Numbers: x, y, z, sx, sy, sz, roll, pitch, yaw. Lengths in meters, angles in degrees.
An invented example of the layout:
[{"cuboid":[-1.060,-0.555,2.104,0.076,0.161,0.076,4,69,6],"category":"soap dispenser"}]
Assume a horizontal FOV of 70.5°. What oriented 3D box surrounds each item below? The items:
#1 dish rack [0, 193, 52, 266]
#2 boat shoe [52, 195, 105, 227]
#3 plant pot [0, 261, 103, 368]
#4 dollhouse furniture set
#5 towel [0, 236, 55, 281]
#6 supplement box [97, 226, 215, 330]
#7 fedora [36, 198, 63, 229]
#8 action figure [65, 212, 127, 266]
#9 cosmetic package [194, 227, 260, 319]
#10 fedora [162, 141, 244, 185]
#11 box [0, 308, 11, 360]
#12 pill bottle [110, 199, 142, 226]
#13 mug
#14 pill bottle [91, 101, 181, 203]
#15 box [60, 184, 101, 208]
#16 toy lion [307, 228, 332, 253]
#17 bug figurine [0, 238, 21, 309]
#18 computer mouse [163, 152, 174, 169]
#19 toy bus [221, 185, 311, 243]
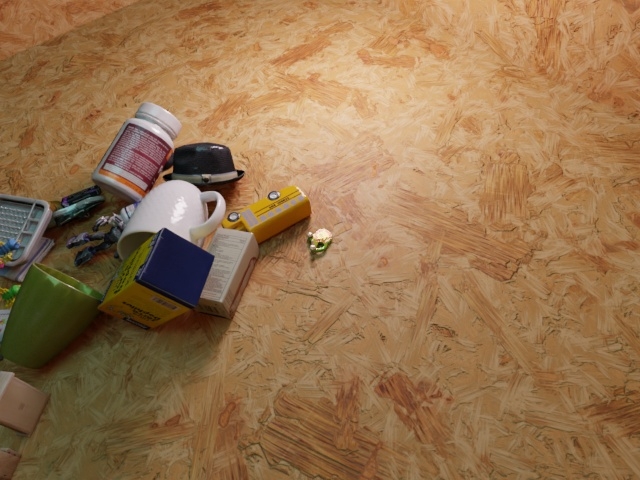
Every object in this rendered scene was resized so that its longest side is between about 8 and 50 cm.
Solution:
[{"cuboid":[-1.245,-0.038,1.826,0.333,0.072,0.285,10,70,17],"category":"dish rack"},{"cuboid":[-1.019,-0.123,1.933,0.219,0.078,0.070,-27,91,-14],"category":"boat shoe"},{"cuboid":[-0.923,0.267,1.529,0.275,0.275,0.293,24,76,23],"category":"plant pot"},{"cuboid":[-1.054,0.531,1.364,0.303,0.198,0.286,2,54,10],"category":"dollhouse furniture set"},{"cuboid":[-1.251,0.053,1.850,0.285,0.034,0.209,13,59,19],"category":"towel"},{"cuboid":[-0.540,0.138,1.480,0.356,0.195,0.194,-27,39,42],"category":"supplement box"},{"cuboid":[-1.201,-0.122,1.945,0.194,0.079,0.194,-3,53,4],"category":"fedora"},{"cuboid":[-0.834,0.000,1.760,0.285,0.185,0.099,-20,23,11],"category":"action figure"},{"cuboid":[-0.344,0.114,1.624,0.153,0.129,0.296,10,56,16],"category":"cosmetic package"},{"cuboid":[-0.485,-0.324,1.878,0.334,0.152,0.334,0,18,0],"category":"fedora"},{"cuboid":[-1.182,0.339,1.624,0.145,0.038,0.186,-4,52,5],"category":"box"},{"cuboid":[-0.745,-0.096,1.844,0.187,0.112,0.112,-27,55,-12],"category":"pill bottle"},{"cuboid":[-0.516,-0.069,1.676,0.374,0.276,0.328,-14,44,21],"category":"mug"},{"cuboid":[-0.765,-0.368,1.918,0.224,0.224,0.392,19,74,20],"category":"pill bottle"},{"cuboid":[-1.040,-0.193,1.972,0.162,0.029,0.116,-27,27,-15],"category":"box"},{"cuboid":[0.000,0.000,1.728,0.096,0.034,0.100,-7,53,-7],"category":"toy lion"},{"cuboid":[-1.138,0.125,1.683,0.216,0.279,0.072,-23,20,8],"category":"bug figurine"},{"cuboid":[-0.797,-0.356,2.070,0.272,0.072,0.188,-21,53,-8],"category":"computer mouse"},{"cuboid":[-0.209,-0.089,1.772,0.333,0.108,0.130,-30,57,-15],"category":"toy bus"}]
